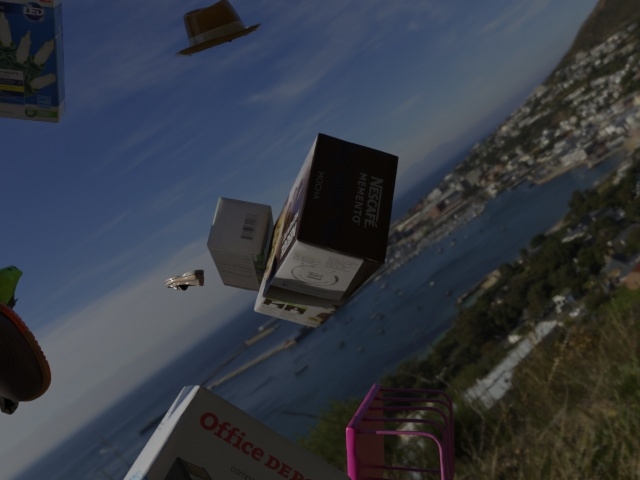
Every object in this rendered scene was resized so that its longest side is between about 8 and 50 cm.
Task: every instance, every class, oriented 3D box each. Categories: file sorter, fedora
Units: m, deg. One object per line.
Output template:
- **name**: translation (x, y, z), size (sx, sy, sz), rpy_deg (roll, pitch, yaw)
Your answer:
- **file sorter**: translation (0.174, 0.431, 1.306), size (0.183, 0.201, 0.291), rpy_deg (-1, 3, 15)
- **fedora**: translation (-0.209, -0.420, 1.260), size (0.195, 0.079, 0.194), rpy_deg (-17, 19, 6)

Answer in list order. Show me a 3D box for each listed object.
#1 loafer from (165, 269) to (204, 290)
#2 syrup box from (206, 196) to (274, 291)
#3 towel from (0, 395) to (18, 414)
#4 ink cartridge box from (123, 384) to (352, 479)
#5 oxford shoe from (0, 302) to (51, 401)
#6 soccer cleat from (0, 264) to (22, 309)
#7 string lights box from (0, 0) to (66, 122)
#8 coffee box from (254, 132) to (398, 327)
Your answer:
- **loafer**: translation (-0.314, 0.098, 1.488), size (0.125, 0.039, 0.045), rpy_deg (-19, -11, 38)
- **syrup box**: translation (-0.136, 0.015, 1.173), size (0.237, 0.097, 0.093), rpy_deg (91, -171, -70)
- **towel**: translation (-0.614, 0.106, 1.205), size (0.056, 0.324, 0.312), rpy_deg (-12, 30, -25)
- **ink cartridge box**: translation (-0.096, 0.244, 0.513), size (0.212, 0.154, 0.093), rpy_deg (-58, 9, -23)
- **oxford shoe**: translation (-0.423, 0.096, 0.714), size (0.097, 0.271, 0.098), rpy_deg (-43, 13, 11)
- **soccer cleat**: translation (-0.490, 0.116, 0.957), size (0.178, 0.060, 0.072), rpy_deg (-58, -1, 20)
- **string lights box**: translation (-0.560, -0.363, 1.215), size (0.076, 0.134, 0.259), rpy_deg (-104, 21, -60)
- **coffee box**: translation (0.000, 0.000, 0.946), size (0.297, 0.119, 0.168), rpy_deg (125, 159, -63)
